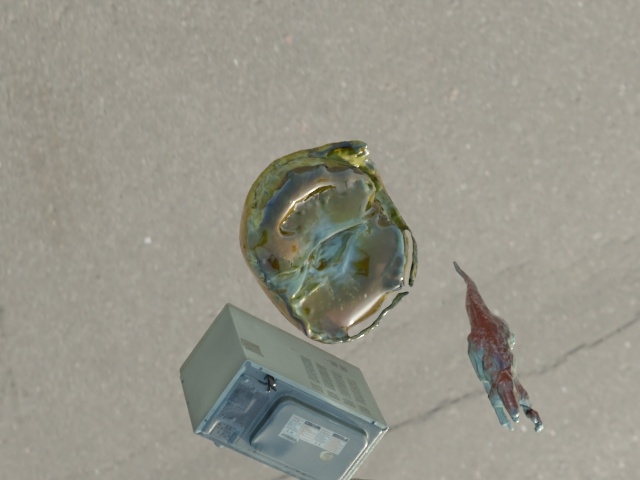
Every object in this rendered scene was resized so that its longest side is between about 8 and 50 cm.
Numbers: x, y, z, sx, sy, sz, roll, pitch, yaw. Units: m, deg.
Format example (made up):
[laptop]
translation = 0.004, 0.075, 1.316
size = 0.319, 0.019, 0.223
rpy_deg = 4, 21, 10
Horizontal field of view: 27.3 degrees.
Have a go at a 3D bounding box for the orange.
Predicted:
[orange]
translation = 0.000, 0.000, 1.108
size = 0.160, 0.112, 0.170
rpy_deg = 15, 83, -24

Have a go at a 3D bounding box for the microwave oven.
[microwave oven]
translation = -0.054, 0.227, 1.824
size = 0.240, 0.194, 0.145
rpy_deg = 29, 109, -25

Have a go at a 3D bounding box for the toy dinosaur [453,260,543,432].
[toy dinosaur]
translation = 0.180, 0.104, 1.407
size = 0.053, 0.242, 0.167
rpy_deg = -19, 151, 7

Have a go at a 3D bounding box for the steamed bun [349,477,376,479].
[steamed bun]
translation = 0.074, 0.536, 2.053
size = 0.255, 0.342, 0.368
rpy_deg = -6, 180, 22
